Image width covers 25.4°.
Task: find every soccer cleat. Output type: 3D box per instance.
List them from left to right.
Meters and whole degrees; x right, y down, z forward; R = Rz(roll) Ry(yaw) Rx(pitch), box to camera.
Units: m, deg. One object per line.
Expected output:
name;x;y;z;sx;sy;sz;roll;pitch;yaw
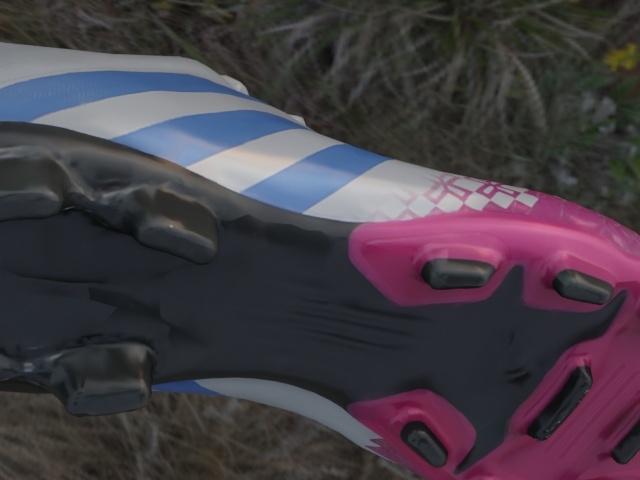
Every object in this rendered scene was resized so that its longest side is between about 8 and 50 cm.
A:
soccer cleat;0.000;0.000;0.473;0.331;0.143;0.116;17;116;-31
